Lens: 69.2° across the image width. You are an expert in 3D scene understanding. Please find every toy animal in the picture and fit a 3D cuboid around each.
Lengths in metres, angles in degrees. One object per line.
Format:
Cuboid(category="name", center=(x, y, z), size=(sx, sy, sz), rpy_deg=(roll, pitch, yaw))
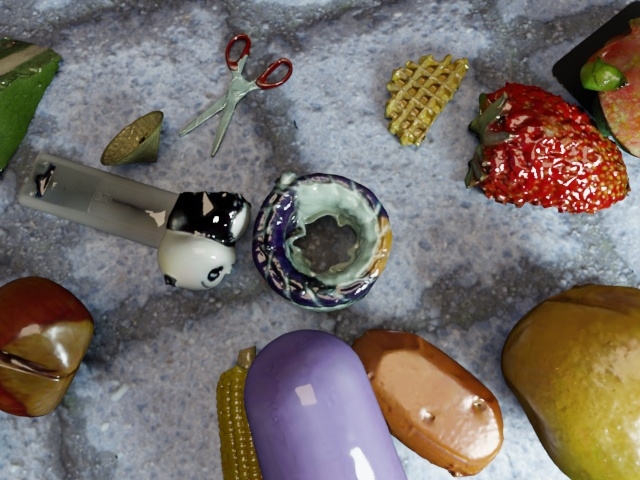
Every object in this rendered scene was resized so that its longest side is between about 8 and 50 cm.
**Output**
Cuboid(category="toy animal", center=(-0.195, -0.003, 0.791), size=(0.138, 0.166, 0.179), rpy_deg=(13, 90, 4))

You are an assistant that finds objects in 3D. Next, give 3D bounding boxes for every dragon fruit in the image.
Cuboid(category="dragon fruit", center=(0.575, -0.251, 0.801), size=(0.268, 0.130, 0.295), rpy_deg=(32, 60, -24))

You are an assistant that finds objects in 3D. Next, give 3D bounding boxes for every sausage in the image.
Cuboid(category="sausage", center=(0.159, 0.244, 0.732), size=(0.268, 0.141, 0.153), rpy_deg=(37, 81, 8))

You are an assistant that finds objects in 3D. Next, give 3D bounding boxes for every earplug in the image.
Cuboid(category="earplug", center=(0.024, 0.345, 0.633), size=(0.215, 0.215, 0.455), rpy_deg=(-18, 90, -3))

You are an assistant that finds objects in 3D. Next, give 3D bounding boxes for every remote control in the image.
Cuboid(category="remote control", center=(-0.399, -0.076, 0.847), size=(0.313, 0.055, 0.109), rpy_deg=(17, 79, 4))

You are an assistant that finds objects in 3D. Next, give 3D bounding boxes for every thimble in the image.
Cuboid(category="thimble", center=(0.000, 0.000, 0.782), size=(0.237, 0.150, 0.237), rpy_deg=(-1, 78, 2))

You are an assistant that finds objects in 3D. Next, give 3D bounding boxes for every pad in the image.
Cuboid(category="pad", center=(0.607, -0.352, 0.921), size=(0.267, 0.004, 0.181), rpy_deg=(-37, 81, -6))

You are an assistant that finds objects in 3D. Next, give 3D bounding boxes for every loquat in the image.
Cuboid(category="loquat", center=(0.411, 0.204, 0.671), size=(0.276, 0.276, 0.283), rpy_deg=(-20, 69, -3))

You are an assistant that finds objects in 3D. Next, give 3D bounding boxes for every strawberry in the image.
Cuboid(category="strawberry", center=(0.424, -0.171, 0.821), size=(0.307, 0.137, 0.233), rpy_deg=(9, 77, 4))

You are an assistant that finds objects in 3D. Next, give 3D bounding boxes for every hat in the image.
Cuboid(category="hat", center=(-0.330, -0.170, 0.867), size=(0.146, 0.067, 0.146), rpy_deg=(-20, 42, 20))

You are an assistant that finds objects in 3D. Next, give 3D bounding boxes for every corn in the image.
Cuboid(category="corn", center=(-0.098, 0.331, 0.732), size=(0.119, 0.119, 0.321), rpy_deg=(-9, 83, -1))

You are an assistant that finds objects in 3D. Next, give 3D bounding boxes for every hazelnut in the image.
Cuboid(category="hazelnut", center=(-0.471, 0.164, 0.738), size=(0.181, 0.181, 0.212), rpy_deg=(26, 89, -17))

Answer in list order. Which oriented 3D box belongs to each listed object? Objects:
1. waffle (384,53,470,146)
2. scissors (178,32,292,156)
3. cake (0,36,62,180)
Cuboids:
Cuboid(category="waffle", center=(0.204, -0.267, 0.886), size=(0.161, 0.046, 0.192), rpy_deg=(1, 79, 1))
Cuboid(category="scissors", center=(-0.173, -0.282, 0.909), size=(0.144, 0.017, 0.247), rpy_deg=(33, 82, 7))
Cuboid(category="cake", center=(-0.620, -0.284, 0.837), size=(0.158, 0.172, 0.283), rpy_deg=(22, 77, 3))
